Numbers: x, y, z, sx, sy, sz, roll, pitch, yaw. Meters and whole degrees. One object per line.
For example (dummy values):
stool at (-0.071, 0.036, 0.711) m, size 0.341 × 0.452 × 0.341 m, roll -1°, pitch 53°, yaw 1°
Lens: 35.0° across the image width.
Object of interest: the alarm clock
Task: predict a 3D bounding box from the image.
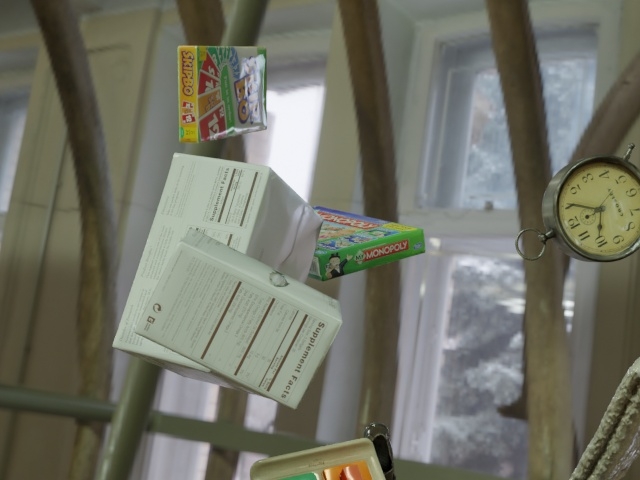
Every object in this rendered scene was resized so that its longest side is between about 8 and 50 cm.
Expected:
alarm clock at (0.321, -0.030, 1.240) m, size 0.192 × 0.129 × 0.064 m, roll -26°, pitch 2°, yaw -11°

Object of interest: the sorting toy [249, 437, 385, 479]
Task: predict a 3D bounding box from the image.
sorting toy at (0.018, 0.361, 1.332) m, size 0.347 × 0.196 × 0.047 m, roll -8°, pitch -32°, yaw -18°

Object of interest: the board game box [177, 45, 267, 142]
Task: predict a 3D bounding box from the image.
board game box at (-0.127, -0.208, 1.412) m, size 0.039 × 0.124 × 0.259 m, roll 4°, pitch 11°, yaw 16°

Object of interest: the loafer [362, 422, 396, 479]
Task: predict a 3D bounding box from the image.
loafer at (0.123, 0.510, 2.198) m, size 0.080 × 0.220 × 0.078 m, roll -6°, pitch -3°, yaw 0°

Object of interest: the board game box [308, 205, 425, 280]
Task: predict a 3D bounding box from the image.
board game box at (0.000, 0.000, 1.767) m, size 0.213 × 0.046 × 0.317 m, roll -16°, pitch 17°, yaw -32°

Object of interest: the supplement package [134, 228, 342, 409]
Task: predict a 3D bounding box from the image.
supplement package at (-0.080, 0.077, 1.030) m, size 0.179 × 0.105 × 0.105 m, roll 27°, pitch 6°, yaw -5°

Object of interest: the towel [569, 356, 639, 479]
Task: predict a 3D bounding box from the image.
towel at (0.400, 0.225, 1.289) m, size 0.049 × 0.282 × 0.187 m, roll 34°, pitch 42°, yaw 25°

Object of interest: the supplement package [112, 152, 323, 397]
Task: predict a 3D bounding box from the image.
supplement package at (-0.125, 0.050, 1.322) m, size 0.145 × 0.262 × 0.204 m, roll 11°, pitch -14°, yaw 23°
